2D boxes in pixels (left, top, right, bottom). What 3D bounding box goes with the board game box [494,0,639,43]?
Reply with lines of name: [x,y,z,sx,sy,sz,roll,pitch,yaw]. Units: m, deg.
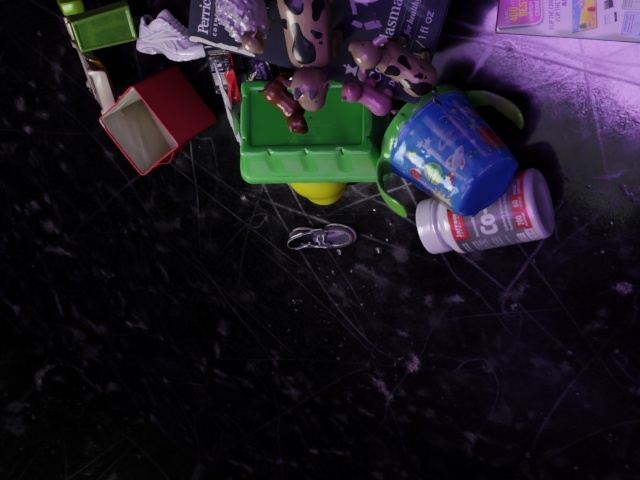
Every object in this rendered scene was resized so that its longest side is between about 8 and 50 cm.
board game box: [0.503,-0.505,1.216,0.317,0.064,0.242,12,124,22]

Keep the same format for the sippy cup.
sippy cup: [0.285,-0.177,1.385,0.224,0.240,0.305,51,120,30]

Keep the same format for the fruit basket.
fruit basket: [-0.008,-0.238,1.566,0.392,0.392,0.282,-1,87,29]

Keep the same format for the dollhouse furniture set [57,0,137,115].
dollhouse furniture set: [-0.585,-0.521,1.774,0.197,0.151,0.301,53,158,38]

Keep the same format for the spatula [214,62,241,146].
spatula: [-0.223,-0.303,1.616,0.242,0.019,0.168,87,161,-67]

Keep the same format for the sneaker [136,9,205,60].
sneaker: [-0.381,-0.530,1.669,0.232,0.090,0.115,15,122,19]

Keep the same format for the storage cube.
storage cube: [-0.436,-0.324,1.759,0.184,0.193,0.215,-29,104,38]

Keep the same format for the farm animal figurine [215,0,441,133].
farm animal figurine: [0.012,-0.319,1.115,0.330,0.172,0.326,-13,122,23]

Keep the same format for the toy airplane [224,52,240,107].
toy airplane: [-0.215,-0.383,1.568,0.028,0.151,0.151,-11,119,-7]

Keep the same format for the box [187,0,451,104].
box: [0.038,-0.579,1.215,0.472,0.297,0.480,17,127,4]

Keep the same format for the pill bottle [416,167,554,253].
pill bottle: [0.377,-0.059,1.503,0.283,0.161,0.161,-13,112,34]

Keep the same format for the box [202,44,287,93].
box: [-0.187,-0.452,1.616,0.180,0.077,0.147,2,121,28]

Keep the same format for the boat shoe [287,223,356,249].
boat shoe: [0.000,0.000,1.808,0.206,0.065,0.075,-1,118,29]
